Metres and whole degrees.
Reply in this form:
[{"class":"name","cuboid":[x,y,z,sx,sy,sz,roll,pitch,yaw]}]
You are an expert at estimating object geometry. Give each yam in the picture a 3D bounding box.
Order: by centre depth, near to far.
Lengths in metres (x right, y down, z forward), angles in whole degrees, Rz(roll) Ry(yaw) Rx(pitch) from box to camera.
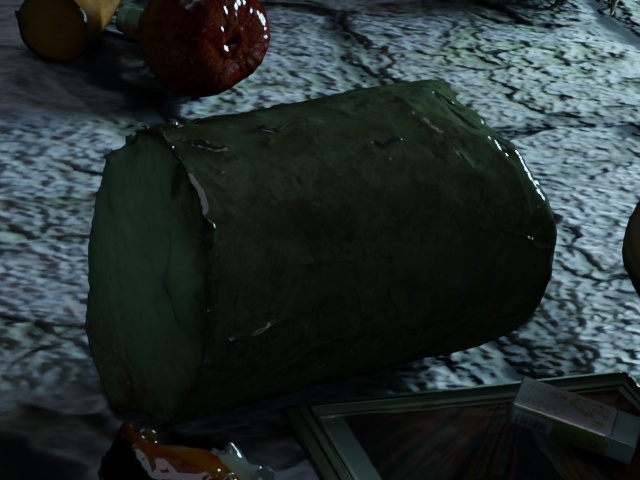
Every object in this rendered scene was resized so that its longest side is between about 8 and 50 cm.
[{"class":"yam","cuboid":[0.000,0.000,0.997,0.300,0.195,0.195,-12,37,-36]}]

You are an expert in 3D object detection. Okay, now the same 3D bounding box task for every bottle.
[{"class":"bottle","cuboid":[-0.154,-0.201,1.457,0.083,0.030,0.030,19,30,14]}]

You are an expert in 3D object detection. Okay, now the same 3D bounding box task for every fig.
[{"class":"fig","cuboid":[-0.125,-0.174,1.379,0.153,0.119,0.119,-23,11,33]}]

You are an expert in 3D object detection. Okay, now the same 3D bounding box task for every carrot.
[{"class":"carrot","cuboid":[-0.220,-0.225,1.453,0.072,0.072,0.205,15,23,6]}]

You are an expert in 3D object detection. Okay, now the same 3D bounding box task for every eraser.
[{"class":"eraser","cuboid":[0.167,0.117,0.996,0.083,0.019,0.038,18,29,11]}]

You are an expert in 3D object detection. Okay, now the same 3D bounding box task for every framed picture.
[{"class":"framed picture","cuboid":[0.137,0.153,0.961,0.273,0.016,0.216,-4,33,-24]}]

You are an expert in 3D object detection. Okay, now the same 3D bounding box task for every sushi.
[{"class":"sushi","cuboid":[-0.028,0.183,0.774,0.103,0.097,0.226,-21,57,-35]}]

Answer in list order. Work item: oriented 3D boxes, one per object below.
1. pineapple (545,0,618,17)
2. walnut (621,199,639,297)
[{"class":"pineapple","cuboid":[0.277,-0.427,1.706,0.300,0.352,0.352,15,29,-9]},{"class":"walnut","cuboid":[0.328,0.024,1.009,0.227,0.273,0.273,20,21,-35]}]
